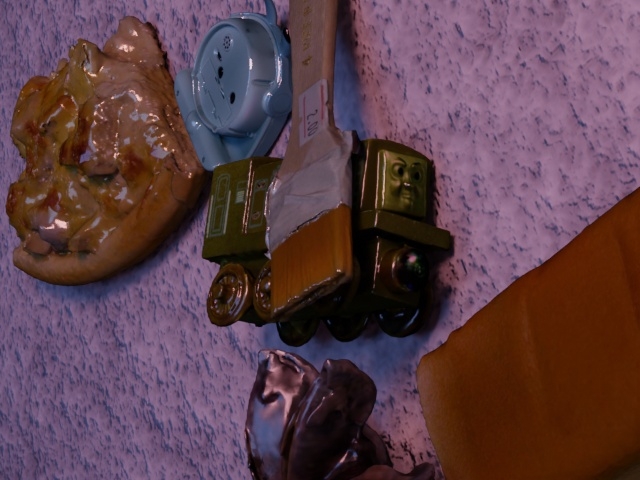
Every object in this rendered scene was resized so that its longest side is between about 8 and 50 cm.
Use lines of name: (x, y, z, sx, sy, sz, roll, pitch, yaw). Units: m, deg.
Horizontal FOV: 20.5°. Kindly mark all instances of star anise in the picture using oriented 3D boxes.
star anise: (0.015, 0.188, 1.169, 0.212, 0.129, 0.282, -136, 34, -56)

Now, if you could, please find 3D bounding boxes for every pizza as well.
pizza: (-0.208, -0.077, 1.572, 0.323, 0.089, 0.223, -23, 72, 52)

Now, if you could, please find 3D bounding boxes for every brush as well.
brush: (-0.007, -0.096, 1.243, 0.085, 0.020, 0.336, -32, 42, 34)

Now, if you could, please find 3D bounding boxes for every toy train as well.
toy train: (0.000, 0.000, 1.258, 0.225, 0.090, 0.137, -10, 68, 50)

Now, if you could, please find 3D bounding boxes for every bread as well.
bread: (0.190, 0.051, 0.985, 0.361, 0.077, 0.138, -43, 53, 45)

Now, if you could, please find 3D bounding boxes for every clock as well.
clock: (-0.059, -0.132, 1.390, 0.147, 0.045, 0.108, -53, 48, 39)
